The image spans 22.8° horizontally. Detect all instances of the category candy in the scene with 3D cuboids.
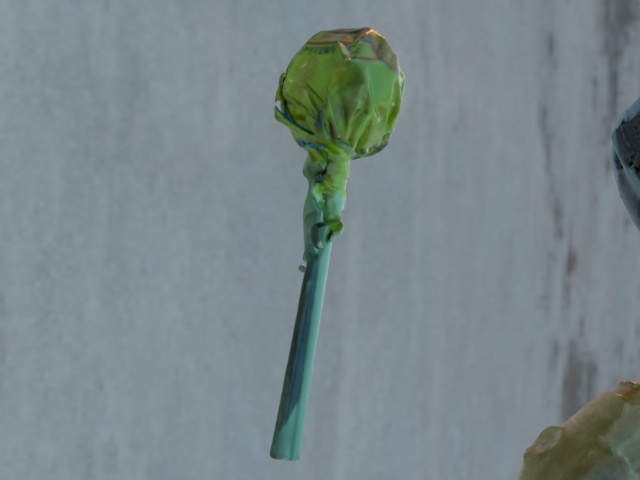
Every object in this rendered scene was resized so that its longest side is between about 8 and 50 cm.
[{"bbox_3d":[-0.001,-0.001,0.934,0.077,0.073,0.262,-8,-110,62],"label":"candy"}]

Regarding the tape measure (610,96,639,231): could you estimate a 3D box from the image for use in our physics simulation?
[{"bbox_3d":[0.335,-0.074,1.336,0.182,0.181,0.107,26,37,-35],"label":"tape measure"}]

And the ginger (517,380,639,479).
[{"bbox_3d":[0.180,0.316,1.321,0.122,0.348,0.363,-140,-139,-81],"label":"ginger"}]
